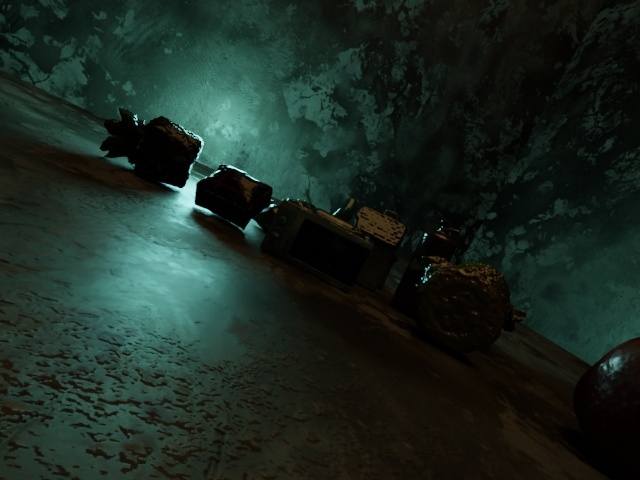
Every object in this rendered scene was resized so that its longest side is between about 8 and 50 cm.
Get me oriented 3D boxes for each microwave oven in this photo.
[{"bbox_3d":[0.000,0.000,1.239,0.295,0.181,0.237,26,8,3],"label":"microwave oven"}]

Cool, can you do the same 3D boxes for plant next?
[{"bbox_3d":[-0.586,-0.329,1.396,0.312,0.215,0.213,22,11,-16],"label":"plant"}]

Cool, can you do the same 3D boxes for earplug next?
[{"bbox_3d":[-0.019,-0.080,1.489,0.164,0.257,0.280,-15,42,-43],"label":"earplug"}]

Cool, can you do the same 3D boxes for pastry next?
[{"bbox_3d":[0.365,0.175,1.065,0.240,0.235,0.132,12,8,11],"label":"pastry"}]

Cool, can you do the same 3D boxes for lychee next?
[{"bbox_3d":[0.527,0.205,1.382,0.270,0.270,0.320,24,-31,-18],"label":"lychee"}]

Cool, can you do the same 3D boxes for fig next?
[{"bbox_3d":[-0.199,-0.083,1.500,0.155,0.103,0.109,0,9,21],"label":"fig"}]

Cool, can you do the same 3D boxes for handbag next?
[{"bbox_3d":[-0.290,-0.146,1.326,0.215,0.155,0.169,26,47,5],"label":"handbag"}]

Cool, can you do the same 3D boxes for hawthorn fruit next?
[{"bbox_3d":[0.669,0.302,0.770,0.285,0.368,0.285,8,14,-2],"label":"hawthorn fruit"}]

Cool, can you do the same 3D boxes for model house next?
[{"bbox_3d":[0.190,0.014,1.487,0.243,0.284,0.298,32,7,8],"label":"model house"}]

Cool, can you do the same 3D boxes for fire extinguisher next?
[{"bbox_3d":[0.336,0.073,1.284,0.135,0.337,0.114,27,4,14],"label":"fire extinguisher"}]

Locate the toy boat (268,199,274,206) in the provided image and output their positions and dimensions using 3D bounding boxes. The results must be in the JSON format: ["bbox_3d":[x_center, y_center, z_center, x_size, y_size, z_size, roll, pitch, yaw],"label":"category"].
[{"bbox_3d":[-0.280,-0.153,1.472,0.226,0.068,0.088,-3,41,14],"label":"toy boat"}]
